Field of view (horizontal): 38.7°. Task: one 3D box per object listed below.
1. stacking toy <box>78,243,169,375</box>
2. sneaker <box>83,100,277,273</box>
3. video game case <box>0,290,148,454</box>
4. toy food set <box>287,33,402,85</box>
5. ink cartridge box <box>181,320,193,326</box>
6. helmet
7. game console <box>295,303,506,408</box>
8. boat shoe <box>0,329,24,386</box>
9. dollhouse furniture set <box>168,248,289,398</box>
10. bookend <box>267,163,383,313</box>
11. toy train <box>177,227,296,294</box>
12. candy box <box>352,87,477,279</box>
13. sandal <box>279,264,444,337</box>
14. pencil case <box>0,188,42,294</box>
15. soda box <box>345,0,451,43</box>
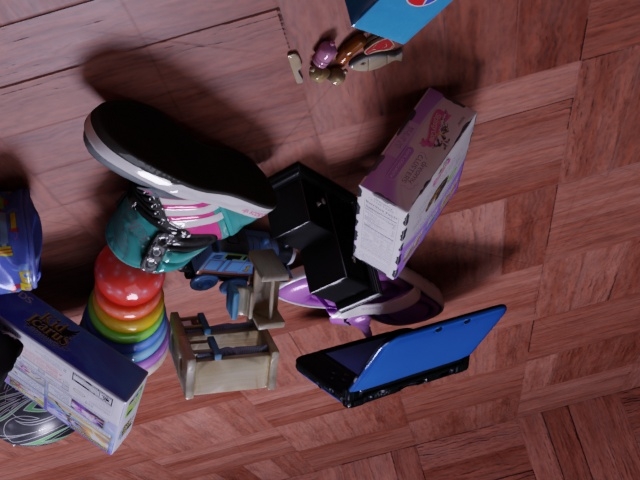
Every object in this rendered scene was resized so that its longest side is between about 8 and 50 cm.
[{"bbox_3d":[-0.265,0.087,1.269,0.141,0.141,0.330,-5,156,-18],"label":"stacking toy"},{"bbox_3d":[-0.202,-0.051,1.066,0.178,0.124,0.295,-36,150,21],"label":"sneaker"},{"bbox_3d":[-0.386,0.181,1.326,0.269,0.061,0.244,34,146,3],"label":"video game case"},{"bbox_3d":[0.029,-0.196,0.990,0.122,0.019,0.078,-16,155,4],"label":"toy food set"},{"bbox_3d":[-0.244,0.162,1.585,0.083,0.028,0.048,-12,155,-3],"label":"ink cartridge box"},{"bbox_3d":[-0.474,0.267,1.531,0.169,0.169,0.161,-30,166,31],"label":"helmet"},{"bbox_3d":[0.139,0.172,1.626,0.293,0.250,0.173,-10,114,-35],"label":"game console"},{"bbox_3d":[-0.556,0.148,1.265,0.340,0.127,0.158,-19,128,42],"label":"boat shoe"},{"bbox_3d":[-0.132,0.100,1.259,0.129,0.129,0.183,-3,118,-21],"label":"dollhouse furniture set"},{"bbox_3d":[0.000,0.000,1.224,0.072,0.156,0.157,-26,152,25],"label":"bookend"},{"bbox_3d":[-0.116,0.026,1.314,0.184,0.080,0.105,8,141,-38],"label":"toy train"},{"bbox_3d":[0.115,-0.067,1.141,0.165,0.070,0.196,-53,165,-21],"label":"candy box"},{"bbox_3d":[0.093,0.110,1.560,0.169,0.102,0.416,-32,152,33],"label":"sandal"},{"bbox_3d":[-0.478,0.020,1.058,0.306,0.119,0.133,-8,130,-12],"label":"pencil case"},{"bbox_3d":[0.111,-0.271,0.819,0.071,0.067,0.210,8,147,-39],"label":"soda box"}]
